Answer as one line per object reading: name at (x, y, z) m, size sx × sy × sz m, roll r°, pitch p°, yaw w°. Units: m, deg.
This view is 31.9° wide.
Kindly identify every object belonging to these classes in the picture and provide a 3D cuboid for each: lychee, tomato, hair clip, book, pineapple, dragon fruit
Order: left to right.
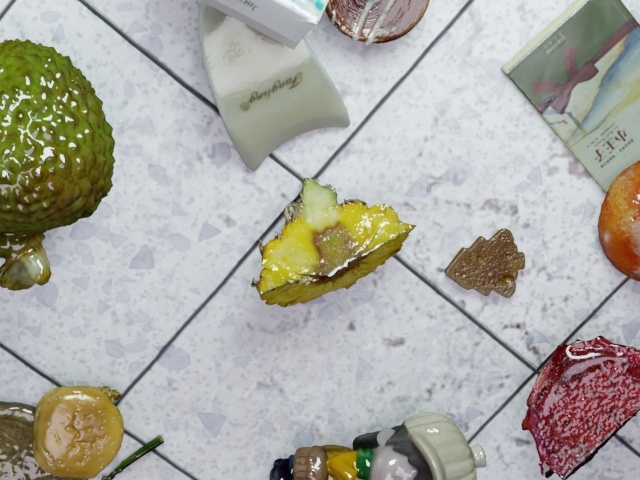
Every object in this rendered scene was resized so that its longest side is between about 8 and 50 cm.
lychee at (-0.418, -0.110, 1.522) m, size 0.270 × 0.270 × 0.319 m, roll 19°, pitch 72°, yaw -12°
hair clip at (-0.080, -0.240, 1.583) m, size 0.173 × 0.113 × 0.282 m, roll -24°, pitch 110°, yaw 3°
pineapple at (-0.005, 0.003, 1.694) m, size 0.250 × 0.140 × 0.164 m, roll -31°, pitch 68°, yaw -11°
dragon fruit at (0.430, 0.262, 1.796) m, size 0.261 × 0.163 × 0.189 m, roll -48°, pitch 141°, yaw 6°
book at (0.434, -0.220, 1.688) m, size 0.201 × 0.026 × 0.289 m, roll -43°, pitch 107°, yaw 9°
tomato at (0.551, -0.026, 1.717) m, size 0.237 × 0.095 × 0.236 m, roll -5°, pitch 119°, yaw -10°

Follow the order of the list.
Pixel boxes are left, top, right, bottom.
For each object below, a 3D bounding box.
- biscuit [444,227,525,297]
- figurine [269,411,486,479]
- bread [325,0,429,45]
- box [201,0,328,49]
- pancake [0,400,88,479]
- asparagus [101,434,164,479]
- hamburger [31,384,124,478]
biscuit at (0.258, 0.038, 1.762) m, size 0.130 × 0.019 × 0.119 m, roll -7°, pitch 110°, yaw -4°
figurine at (0.093, 0.374, 1.803) m, size 0.332 × 0.204 × 0.185 m, roll -5°, pitch 113°, yaw 26°
bread at (0.079, -0.358, 1.581) m, size 0.161 × 0.073 × 0.160 m, roll -1°, pitch 108°, yaw -2°
box at (-0.058, -0.421, 1.459) m, size 0.203 × 0.116 × 0.274 m, roll 27°, pitch 72°, yaw -12°
pancake at (-0.523, 0.381, 1.791) m, size 0.288 × 0.033 × 0.286 m, roll 23°, pitch 104°, yaw -13°
asparagus at (-0.306, 0.357, 1.813) m, size 0.127 × 0.015 × 0.018 m, roll -36°, pitch 107°, yaw 7°
hamburger at (-0.375, 0.294, 1.736) m, size 0.138 × 0.083 × 0.147 m, roll 10°, pitch 90°, yaw -25°
